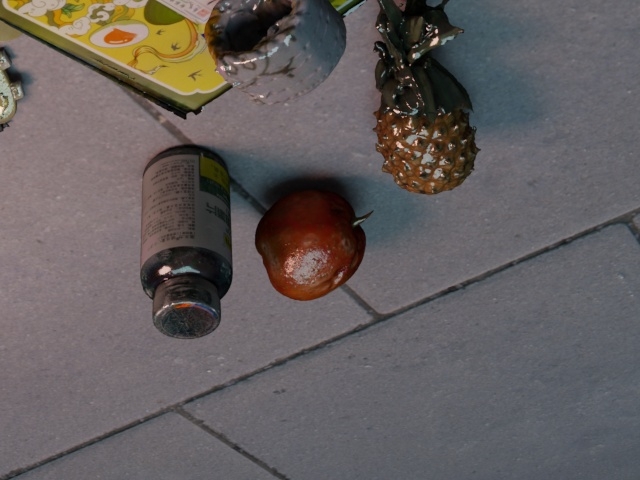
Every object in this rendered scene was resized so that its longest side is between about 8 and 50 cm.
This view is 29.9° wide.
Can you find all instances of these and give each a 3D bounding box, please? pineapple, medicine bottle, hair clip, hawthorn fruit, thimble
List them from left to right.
[{"bbox_3d":[-0.502,-0.210,1.732,0.146,0.056,0.187,-16,138,3],"label":"hair clip"},{"bbox_3d":[-0.206,0.006,1.842,0.141,0.293,0.141,-3,142,-2],"label":"medicine bottle"},{"bbox_3d":[-0.052,-0.242,1.437,0.151,0.127,0.118,-24,149,20],"label":"thimble"},{"bbox_3d":[0.000,0.000,1.953,0.200,0.179,0.179,-20,139,13],"label":"hawthorn fruit"},{"bbox_3d":[0.138,-0.221,1.707,0.165,0.166,0.364,-10,140,6],"label":"pineapple"}]

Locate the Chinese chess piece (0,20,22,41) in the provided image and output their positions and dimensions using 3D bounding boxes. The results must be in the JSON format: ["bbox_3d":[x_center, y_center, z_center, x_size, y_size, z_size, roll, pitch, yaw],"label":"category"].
[{"bbox_3d":[-0.437,-0.309,1.630,0.084,0.034,0.084,-5,142,-4],"label":"Chinese chess piece"}]

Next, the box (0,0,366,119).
[{"bbox_3d":[-0.171,-0.354,1.456,0.373,0.138,0.420,-30,148,26],"label":"box"}]
